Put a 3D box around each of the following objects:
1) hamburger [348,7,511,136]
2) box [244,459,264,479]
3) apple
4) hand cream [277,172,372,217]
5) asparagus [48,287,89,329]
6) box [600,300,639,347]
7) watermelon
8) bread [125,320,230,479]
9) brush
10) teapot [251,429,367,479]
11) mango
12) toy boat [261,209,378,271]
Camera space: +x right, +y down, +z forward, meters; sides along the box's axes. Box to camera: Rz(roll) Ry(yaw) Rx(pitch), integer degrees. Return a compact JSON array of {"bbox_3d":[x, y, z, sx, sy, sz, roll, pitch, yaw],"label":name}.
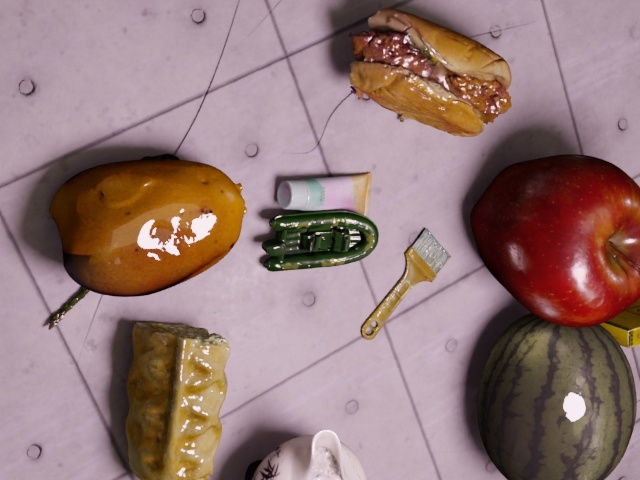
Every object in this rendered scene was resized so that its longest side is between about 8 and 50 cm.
[{"bbox_3d":[0.190,-0.265,1.583,0.282,0.245,0.156,25,82,-73],"label":"hamburger"},{"bbox_3d":[-0.043,0.549,1.696,0.211,0.058,0.350,4,99,-25],"label":"box"},{"bbox_3d":[0.415,-0.007,1.662,0.288,0.317,0.288,-8,107,-26],"label":"apple"},{"bbox_3d":[0.013,-0.076,1.603,0.174,0.047,0.076,-1,101,-35],"label":"hand cream"},{"bbox_3d":[-0.352,0.071,1.464,0.163,0.016,0.016,-49,143,-9],"label":"asparagus"},{"bbox_3d":[0.652,0.152,1.903,0.278,0.153,0.041,-7,104,-25],"label":"box"},{"bbox_3d":[0.421,0.305,1.752,0.278,0.279,0.360,-6,109,-25],"label":"watermelon"},{"bbox_3d":[-0.224,0.260,1.506,0.152,0.130,0.268,8,99,9],"label":"bread"},{"bbox_3d":[0.143,0.085,1.715,0.082,0.010,0.218,44,80,-27],"label":"brush"},{"bbox_3d":[-0.011,0.440,1.577,0.208,0.165,0.300,-12,95,-36],"label":"teapot"},{"bbox_3d":[-0.242,-0.023,1.422,0.287,0.152,0.201,-18,116,-20],"label":"mango"},{"bbox_3d":[0.000,0.000,1.601,0.210,0.052,0.104,-3,115,-26],"label":"toy boat"}]
